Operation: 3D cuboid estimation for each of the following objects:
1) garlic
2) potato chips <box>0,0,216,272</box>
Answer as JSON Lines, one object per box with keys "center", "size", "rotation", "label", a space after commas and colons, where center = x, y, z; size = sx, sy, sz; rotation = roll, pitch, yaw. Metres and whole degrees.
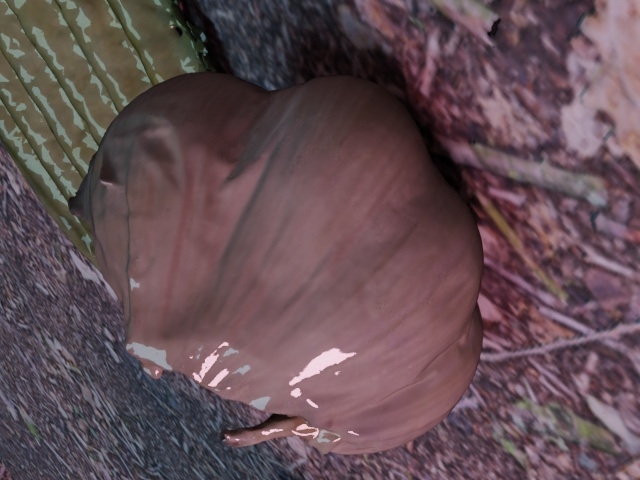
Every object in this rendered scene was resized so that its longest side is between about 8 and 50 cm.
{"center": [0.000, 0.000, 0.554], "size": [0.229, 0.178, 0.143], "rotation": [41, 124, -13], "label": "garlic"}
{"center": [-0.155, -0.079, 0.825], "size": [0.429, 0.070, 0.358], "rotation": [59, 151, -9], "label": "potato chips"}
